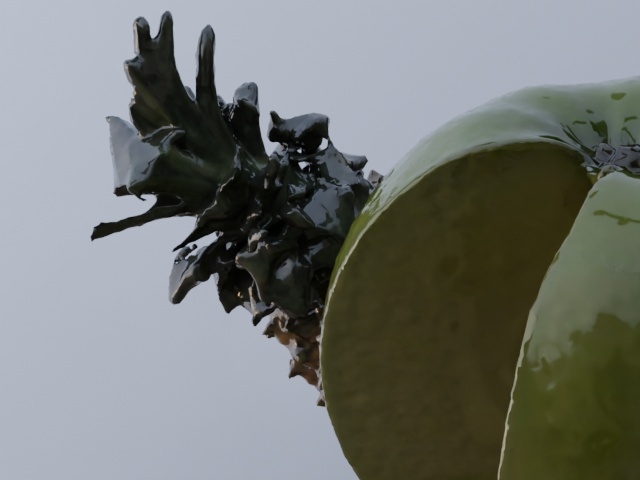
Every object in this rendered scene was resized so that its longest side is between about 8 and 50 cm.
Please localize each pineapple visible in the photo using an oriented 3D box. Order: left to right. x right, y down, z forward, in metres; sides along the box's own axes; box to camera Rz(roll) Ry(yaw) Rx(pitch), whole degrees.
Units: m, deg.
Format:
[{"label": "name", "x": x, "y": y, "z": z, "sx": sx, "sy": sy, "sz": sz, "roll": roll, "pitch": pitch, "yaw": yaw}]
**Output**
[{"label": "pineapple", "x": 0.000, "y": 0.000, "z": 0.914, "sx": 0.169, "sy": 0.169, "sz": 0.340, "roll": -31, "pitch": -48, "yaw": 22}]

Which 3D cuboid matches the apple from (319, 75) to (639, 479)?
[{"label": "apple", "x": 0.143, "y": 0.060, "z": 0.735, "sx": 0.292, "sy": 0.292, "sz": 0.254, "roll": -17, "pitch": -57, "yaw": -17}]
